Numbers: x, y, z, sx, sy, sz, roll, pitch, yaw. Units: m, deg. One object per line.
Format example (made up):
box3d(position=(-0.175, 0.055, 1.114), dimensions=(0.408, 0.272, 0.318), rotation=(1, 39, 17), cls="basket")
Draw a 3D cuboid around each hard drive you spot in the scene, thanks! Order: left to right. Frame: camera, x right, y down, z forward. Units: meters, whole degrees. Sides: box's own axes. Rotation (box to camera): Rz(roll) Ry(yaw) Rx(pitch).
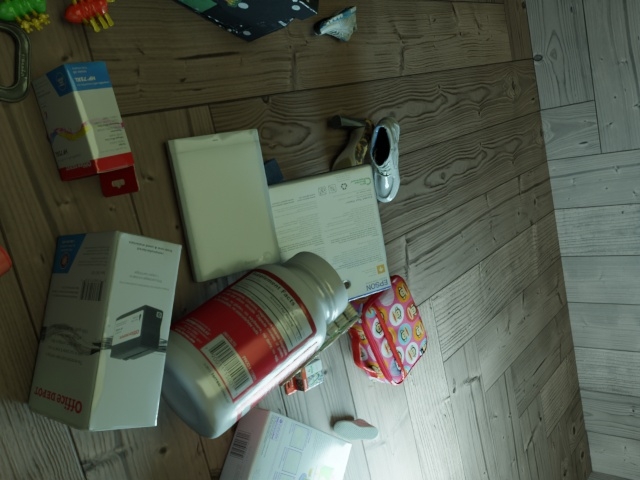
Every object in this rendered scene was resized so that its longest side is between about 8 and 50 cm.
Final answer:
box3d(position=(-0.210, -0.080, 1.256), dimensions=(0.203, 0.040, 0.307), rotation=(-14, 98, -26), cls="hard drive")
box3d(position=(-0.199, -0.544, 1.191), dimensions=(0.339, 0.237, 0.064), rotation=(13, 78, -46), cls="hard drive")

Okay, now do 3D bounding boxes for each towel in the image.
box3d(position=(-0.118, -0.140, 1.412), dimensions=(0.067, 0.029, 0.119), rotation=(-38, 116, -40), cls="towel")

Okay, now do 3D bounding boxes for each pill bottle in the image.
box3d(position=(-0.138, 0.195, 1.189), dimensions=(0.408, 0.229, 0.229), rotation=(-35, 114, -34), cls="pill bottle")

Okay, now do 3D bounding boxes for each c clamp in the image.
box3d(position=(-0.552, -0.300, 0.948), dimensions=(0.137, 0.022, 0.160), rotation=(11, 80, -47), cls="c clamp")

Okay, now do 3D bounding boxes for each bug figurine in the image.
box3d(position=(-0.494, -0.484, 0.984), dimensions=(0.216, 0.072, 0.279), rotation=(-42, 119, -38), cls="bug figurine")

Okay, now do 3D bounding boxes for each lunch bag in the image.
box3d(position=(0.182, 0.269, 1.664), dimensions=(0.258, 0.120, 0.293), rotation=(-41, 116, -36), cls="lunch bag")

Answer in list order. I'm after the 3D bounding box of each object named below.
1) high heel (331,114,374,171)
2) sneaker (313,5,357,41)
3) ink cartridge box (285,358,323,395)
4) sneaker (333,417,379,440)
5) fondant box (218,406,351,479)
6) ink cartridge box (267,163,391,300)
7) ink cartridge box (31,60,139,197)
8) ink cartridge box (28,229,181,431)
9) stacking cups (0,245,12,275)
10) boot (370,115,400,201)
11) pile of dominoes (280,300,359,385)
box3d(position=(0.117, -0.228, 1.632), dimensions=(0.186, 0.093, 0.261), rotation=(-6, 90, -50), cls="high heel")
box3d(position=(0.053, -0.598, 1.598), dimensions=(0.191, 0.071, 0.082), rotation=(-41, 123, -40), cls="sneaker")
box3d(position=(-0.042, 0.354, 1.470), dimensions=(0.115, 0.029, 0.062), rotation=(-16, 100, -47), cls="ink cartridge box")
box3d(position=(0.092, 0.531, 1.602), dimensions=(0.134, 0.070, 0.050), rotation=(13, 86, -17), cls="sneaker")
box3d(position=(-0.082, 0.561, 1.368), dimensions=(0.330, 0.096, 0.238), rotation=(37, 62, -39), cls="fondant box")
box3d(position=(0.000, 0.000, 1.417), dimensions=(0.324, 0.071, 0.330), rotation=(-15, 102, -21), cls="ink cartridge box")
box3d(position=(-0.415, -0.185, 1.009), dimensions=(0.078, 0.134, 0.230), rotation=(-25, 105, -47), cls="ink cartridge box")
box3d(position=(-0.371, 0.148, 0.975), dimensions=(0.129, 0.223, 0.307), rotation=(16, 76, -47), cls="ink cartridge box")
box3d(position=(-0.607, 0.111, 0.828), dimensions=(0.316, 0.096, 0.096), rotation=(-45, 120, -44), cls="stacking cups")
box3d(position=(0.177, -0.223, 1.647), dimensions=(0.123, 0.095, 0.258), rotation=(-46, 137, -61), cls="boot")
box3d(position=(-0.023, 0.237, 1.354), dimensions=(0.251, 0.196, 0.040), rotation=(-39, 93, -14), cls="pile of dominoes")
